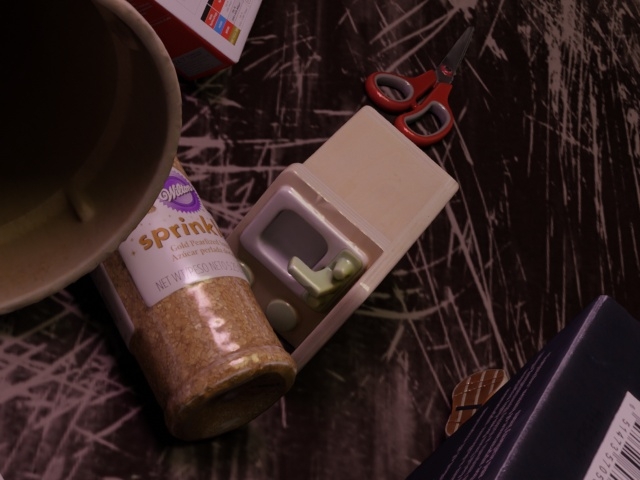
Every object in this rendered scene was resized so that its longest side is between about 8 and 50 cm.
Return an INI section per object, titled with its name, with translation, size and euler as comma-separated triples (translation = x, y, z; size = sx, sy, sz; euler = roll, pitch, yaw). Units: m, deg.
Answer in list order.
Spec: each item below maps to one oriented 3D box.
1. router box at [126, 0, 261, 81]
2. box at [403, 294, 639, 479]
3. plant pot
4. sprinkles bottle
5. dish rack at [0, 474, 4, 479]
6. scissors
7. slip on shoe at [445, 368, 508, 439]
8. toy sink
[router box]
translation = -0.161, -0.383, 1.728
size = 0.301, 0.082, 0.335
euler = 37, 59, -31
[box]
translation = 0.111, 0.281, 1.173
size = 0.212, 0.395, 0.293
euler = 42, 37, 0
[plant pot]
translation = -0.315, -0.155, 1.356
size = 0.334, 0.334, 0.305
euler = 9, 35, -36
[sprinkles bottle]
translation = -0.150, -0.004, 1.476
size = 0.121, 0.121, 0.355
euler = -4, 55, -45
[dish rack]
translation = -0.302, 0.239, 1.109
size = 0.285, 0.072, 0.333
euler = -6, 56, -52
[scissors]
translation = 0.147, -0.182, 2.024
size = 0.109, 0.021, 0.297
euler = 44, 35, 10
[slip on shoe]
translation = 0.151, 0.168, 1.637
size = 0.135, 0.051, 0.041
euler = -61, 139, -62
[toy sink]
translation = 0.000, 0.000, 1.582
size = 0.131, 0.153, 0.234
euler = 41, 37, 1
